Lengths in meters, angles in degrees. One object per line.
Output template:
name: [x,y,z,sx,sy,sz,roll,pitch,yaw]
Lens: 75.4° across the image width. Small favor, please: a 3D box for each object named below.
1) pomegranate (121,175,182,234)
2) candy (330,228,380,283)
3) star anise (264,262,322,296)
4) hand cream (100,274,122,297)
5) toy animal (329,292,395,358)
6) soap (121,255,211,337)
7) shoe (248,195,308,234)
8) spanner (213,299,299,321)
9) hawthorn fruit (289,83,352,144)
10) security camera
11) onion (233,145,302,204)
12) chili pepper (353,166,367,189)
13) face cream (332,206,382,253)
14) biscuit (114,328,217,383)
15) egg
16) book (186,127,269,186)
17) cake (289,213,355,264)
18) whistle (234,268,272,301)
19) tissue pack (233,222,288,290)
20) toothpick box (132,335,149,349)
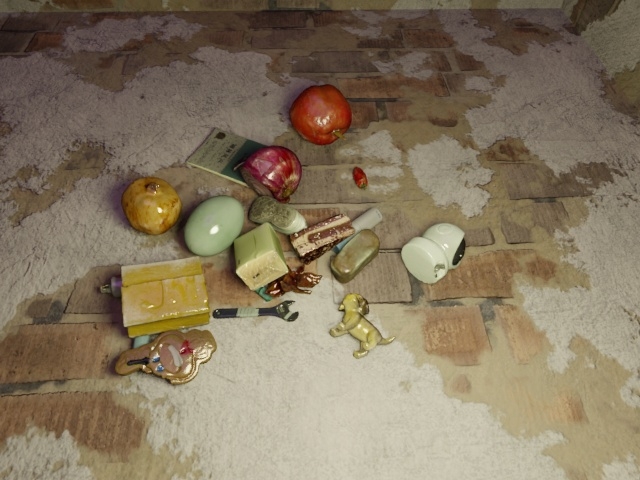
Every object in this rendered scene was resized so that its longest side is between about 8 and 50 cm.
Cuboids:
pomegranate: [-0.681,-0.143,1.678,0.248,0.248,0.248,0,55,-1]
candy: [0.139,0.060,1.624,0.102,0.104,0.234,38,63,24]
star anise: [-0.115,0.153,1.546,0.212,0.111,0.196,13,17,32]
hand cream: [-0.650,0.152,1.573,0.341,0.077,0.124,-11,56,-14]
toy animal: [0.131,0.294,1.459,0.169,0.121,0.233,-24,61,-29]
soap: [-0.549,0.189,1.475,0.281,0.143,0.259,-10,58,-19]
shoe: [-0.161,-0.088,1.720,0.316,0.159,0.124,23,84,48]
spanner: [-0.238,0.261,1.530,0.316,0.024,0.087,-1,53,0]
hawthorn fruit: [0.022,-0.580,1.980,0.287,0.287,0.330,-31,66,-20]
security camera: [0.456,0.033,1.602,0.236,0.194,0.194,-33,62,-25]
onion: [-0.196,-0.298,1.783,0.230,0.256,0.272,-42,95,-14]
chili pepper: [0.183,-0.284,1.901,0.059,0.050,0.191,-8,43,-3]
face cream: [0.144,-0.043,1.713,0.250,0.077,0.077,-35,63,-23]
biscuit: [-0.510,0.390,1.385,0.320,0.047,0.183,0,59,-14]
egg: [-0.419,-0.060,1.639,0.203,0.203,0.282,28,62,18]
book: [-0.411,-0.398,1.981,0.379,0.031,0.264,21,59,13]
cake: [0.010,-0.002,1.640,0.246,0.135,0.112,-24,65,-10]
whistle: [-0.256,0.165,1.584,0.186,0.039,0.039,37,62,22]
tissue pack: [-0.227,0.055,1.543,0.159,0.125,0.234,-29,32,3]
toothpick box: [-0.620,0.362,1.431,0.052,0.052,0.083,-6,54,-5]
